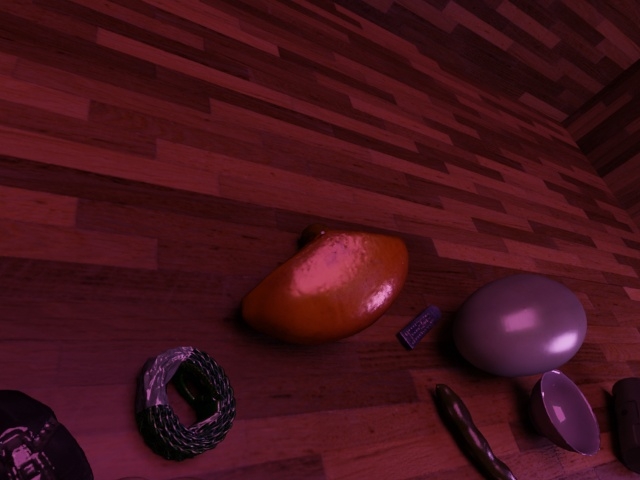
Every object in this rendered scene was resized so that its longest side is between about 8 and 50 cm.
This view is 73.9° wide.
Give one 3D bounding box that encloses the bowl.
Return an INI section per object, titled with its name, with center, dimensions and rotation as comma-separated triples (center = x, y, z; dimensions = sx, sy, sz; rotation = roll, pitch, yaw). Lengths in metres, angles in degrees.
[bowl]
center = 0.543, 0.403, 0.985
dimensions = 0.189, 0.086, 0.188
rotation = 21, 48, -25

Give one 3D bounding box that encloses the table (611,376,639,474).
[table]
center = 0.860, 0.490, 1.129
dimensions = 0.126, 0.126, 0.220
rotation = 40, 42, -4

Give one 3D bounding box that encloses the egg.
[egg]
center = 0.455, 0.194, 0.980
dimensions = 0.371, 0.230, 0.229
rotation = -3, 58, -32

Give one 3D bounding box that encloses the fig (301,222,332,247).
[fig]
center = 0.000, 0.000, 0.908
dimensions = 0.088, 0.074, 0.074
rotation = -4, 58, -58

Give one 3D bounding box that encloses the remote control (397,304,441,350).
[remote control]
center = 0.227, 0.192, 0.958
dimensions = 0.153, 0.027, 0.043
rotation = -26, 81, -45

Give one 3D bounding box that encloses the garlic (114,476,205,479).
[garlic]
center = -0.132, 0.338, 0.430
dimensions = 0.281, 0.203, 0.185
rotation = 51, 24, 3

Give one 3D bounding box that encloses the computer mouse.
[computer mouse]
center = -0.325, 0.242, 0.461
dimensions = 0.192, 0.062, 0.106
rotation = 51, 42, 10

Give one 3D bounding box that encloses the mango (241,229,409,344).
[mango]
center = 0.018, 0.075, 0.774
dimensions = 0.350, 0.201, 0.199
rotation = -23, 55, -37

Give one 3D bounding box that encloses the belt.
[belt]
center = -0.183, 0.215, 0.580
dimensions = 0.121, 0.079, 0.151
rotation = -15, 66, -44

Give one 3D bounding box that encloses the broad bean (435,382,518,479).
[broad bean]
center = 0.304, 0.392, 0.837
dimensions = 0.254, 0.046, 0.065
rotation = 54, 36, 10
